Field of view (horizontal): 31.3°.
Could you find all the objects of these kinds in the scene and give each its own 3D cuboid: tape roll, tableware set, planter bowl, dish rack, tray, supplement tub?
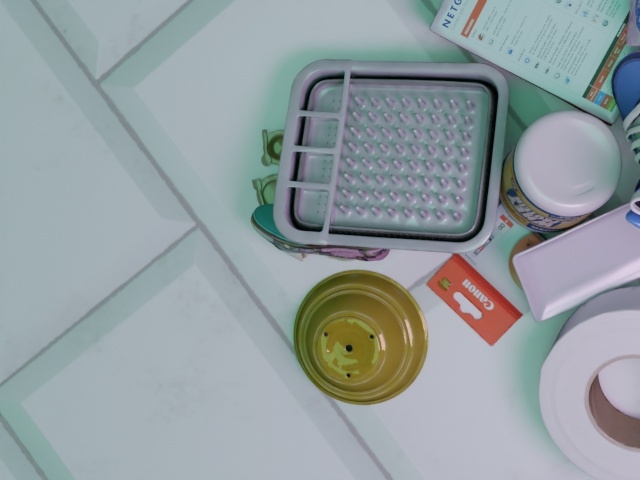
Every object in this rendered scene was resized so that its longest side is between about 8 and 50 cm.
[{"bbox_3d":[0.459,0.214,1.624,0.286,0.100,0.286,7,111,20],"label":"tape roll"},{"bbox_3d":[-0.027,-0.107,1.781,0.168,0.020,0.141,3,97,13],"label":"tableware set"},{"bbox_3d":[0.052,0.158,1.756,0.217,0.090,0.217,1,96,14],"label":"planter bowl"},{"bbox_3d":[0.108,-0.119,1.678,0.332,0.072,0.286,4,77,19],"label":"dish rack"},{"bbox_3d":[0.411,0.010,1.636,0.270,0.030,0.145,-25,129,3],"label":"tray"},{"bbox_3d":[0.327,-0.089,1.590,0.144,0.200,0.144,0,80,0],"label":"supplement tub"}]

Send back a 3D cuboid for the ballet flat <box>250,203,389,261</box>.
[{"bbox_3d":[0.000,0.000,1.761,0.221,0.079,0.077,9,54,11],"label":"ballet flat"}]

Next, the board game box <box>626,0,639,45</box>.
[{"bbox_3d":[0.572,-0.402,1.505,0.318,0.066,0.318,3,97,-17],"label":"board game box"}]

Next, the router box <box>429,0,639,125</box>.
[{"bbox_3d":[0.366,-0.380,1.623,0.301,0.082,0.335,30,102,9],"label":"router box"}]

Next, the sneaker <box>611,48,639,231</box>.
[{"bbox_3d":[0.440,-0.109,1.437,0.323,0.236,0.130,56,133,18],"label":"sneaker"}]

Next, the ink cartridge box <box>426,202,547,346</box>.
[{"bbox_3d":[0.266,0.052,1.717,0.145,0.045,0.179,44,101,6],"label":"ink cartridge box"}]
